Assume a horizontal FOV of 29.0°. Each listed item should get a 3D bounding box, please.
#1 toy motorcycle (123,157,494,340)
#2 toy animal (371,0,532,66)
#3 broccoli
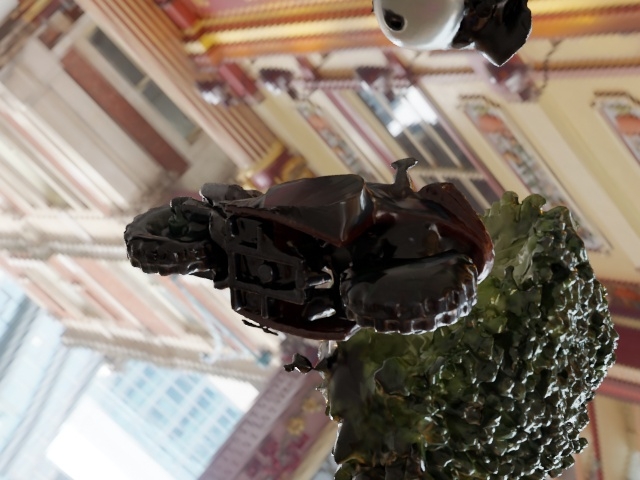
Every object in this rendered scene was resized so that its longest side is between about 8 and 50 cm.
[{"bbox_3d":[0.000,-0.001,0.652,0.213,0.082,0.122,12,-159,35],"label":"toy motorcycle"},{"bbox_3d":[0.157,-0.296,1.518,0.166,0.179,0.138,-106,-157,-70],"label":"toy animal"},{"bbox_3d":[0.112,0.103,1.179,0.281,0.293,0.348,24,-87,44],"label":"broccoli"}]
